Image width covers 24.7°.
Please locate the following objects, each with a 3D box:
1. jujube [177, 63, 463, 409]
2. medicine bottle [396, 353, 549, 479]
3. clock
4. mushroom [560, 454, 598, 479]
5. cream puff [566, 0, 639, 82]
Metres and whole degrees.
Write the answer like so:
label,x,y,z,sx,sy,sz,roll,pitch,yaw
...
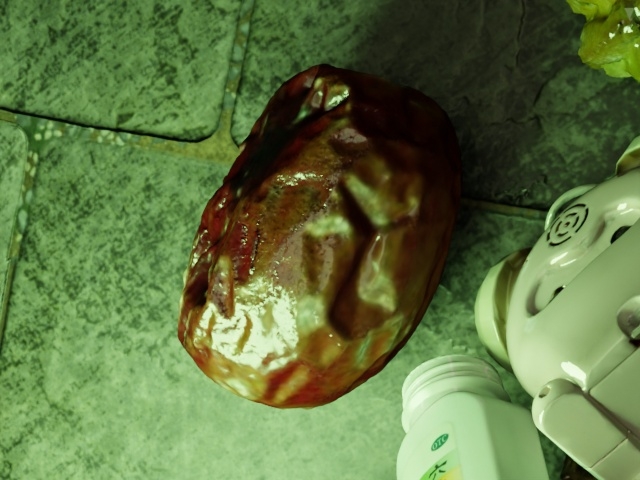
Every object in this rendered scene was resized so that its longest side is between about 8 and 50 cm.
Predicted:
label,x,y,z,sx,sy,sz,roll,pitch,yaw
jujube,0.000,0.001,1.598,0.277,0.276,0.376,20,94,18
medicine bottle,0.154,0.266,1.464,0.124,0.324,0.179,17,130,-18
clock,0.319,0.051,1.479,0.342,0.325,0.184,-38,111,12
mushroom,0.328,0.412,1.498,0.356,0.331,0.334,41,138,44
cream puff,0.374,-0.271,1.540,0.244,0.196,0.244,11,106,45
